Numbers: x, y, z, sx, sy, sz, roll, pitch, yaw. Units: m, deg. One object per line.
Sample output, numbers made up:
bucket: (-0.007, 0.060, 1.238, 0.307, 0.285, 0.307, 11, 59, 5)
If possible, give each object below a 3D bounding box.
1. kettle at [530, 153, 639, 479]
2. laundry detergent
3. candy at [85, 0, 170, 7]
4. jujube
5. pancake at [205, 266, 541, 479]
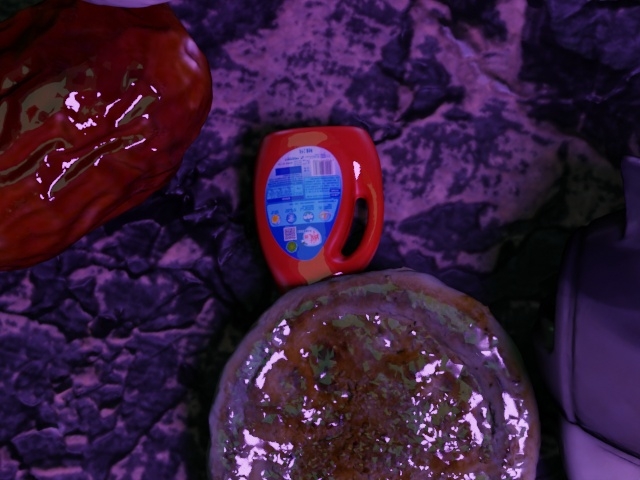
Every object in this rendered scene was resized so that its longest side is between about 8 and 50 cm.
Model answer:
kettle: (0.302, 0.103, 1.277, 0.324, 0.228, 0.321, 3, 110, 16)
laundry detergent: (0.000, 0.000, 1.421, 0.097, 0.049, 0.165, -4, 81, 8)
candy: (-0.070, -0.356, 1.325, 0.386, 0.186, 0.427, 45, 103, 32)
jujube: (-0.198, -0.084, 1.412, 0.250, 0.174, 0.174, -29, 75, 0)
pancake: (0.040, 0.140, 1.368, 0.254, 0.037, 0.253, 0, 89, 7)
